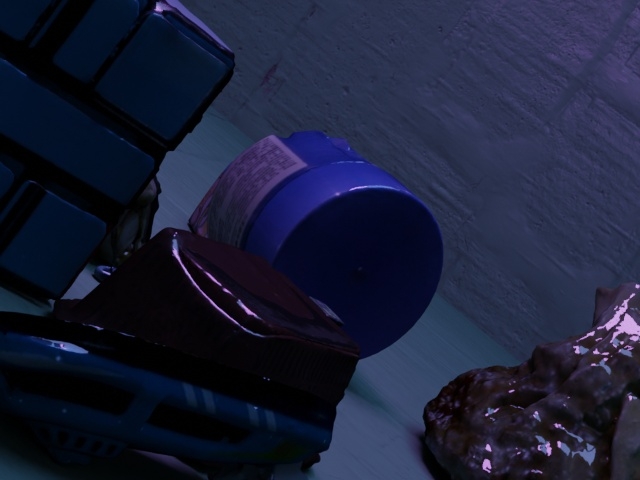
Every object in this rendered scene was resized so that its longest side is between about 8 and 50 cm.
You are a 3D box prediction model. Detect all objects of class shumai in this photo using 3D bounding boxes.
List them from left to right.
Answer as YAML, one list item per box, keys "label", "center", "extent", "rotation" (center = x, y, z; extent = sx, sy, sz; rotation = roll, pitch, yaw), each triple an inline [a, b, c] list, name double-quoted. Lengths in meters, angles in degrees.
- label: "shumai"
  center: [0.343, 0.223, 1.672]
  extent: [0.395, 0.348, 0.395]
  rotation: [34, 10, -7]

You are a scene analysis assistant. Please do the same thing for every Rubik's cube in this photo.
- label: "Rubik's cube"
  center: [-0.290, -0.163, 1.167]
  extent: [0.288, 0.283, 0.293]
  rotation: [34, 6, -38]

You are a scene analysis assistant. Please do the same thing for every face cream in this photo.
- label: "face cream"
  center: [0.000, 0.000, 1.709]
  extent: [0.249, 0.249, 0.225]
  rotation: [33, 8, -37]

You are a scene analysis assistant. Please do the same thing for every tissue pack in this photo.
- label: "tissue pack"
  center: [-0.125, -0.035, 1.864]
  extent: [0.065, 0.115, 0.155]
  rotation: [35, 6, -23]

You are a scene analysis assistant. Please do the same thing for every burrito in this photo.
- label: "burrito"
  center: [-0.277, -0.075, 1.411]
  extent: [0.229, 0.144, 0.089]
  rotation: [34, 48, 16]

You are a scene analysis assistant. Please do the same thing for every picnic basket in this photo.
- label: "picnic basket"
  center: [-0.081, 0.094, 1.192]
  extent: [0.222, 0.129, 0.297]
  rotation: [43, 9, 25]

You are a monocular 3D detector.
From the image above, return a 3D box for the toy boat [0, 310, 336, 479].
- label: "toy boat"
  center: [-0.125, 0.127, 0.924]
  extent: [0.299, 0.092, 0.134]
  rotation: [22, -18, -41]

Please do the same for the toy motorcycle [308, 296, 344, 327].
- label: "toy motorcycle"
  center: [-0.054, 0.091, 1.472]
  extent: [0.058, 0.100, 0.173]
  rotation: [44, 8, 37]

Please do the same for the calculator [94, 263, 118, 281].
- label: "calculator"
  center: [-0.162, 0.056, 1.365]
  extent: [0.141, 0.019, 0.094]
  rotation: [11, 23, -39]
